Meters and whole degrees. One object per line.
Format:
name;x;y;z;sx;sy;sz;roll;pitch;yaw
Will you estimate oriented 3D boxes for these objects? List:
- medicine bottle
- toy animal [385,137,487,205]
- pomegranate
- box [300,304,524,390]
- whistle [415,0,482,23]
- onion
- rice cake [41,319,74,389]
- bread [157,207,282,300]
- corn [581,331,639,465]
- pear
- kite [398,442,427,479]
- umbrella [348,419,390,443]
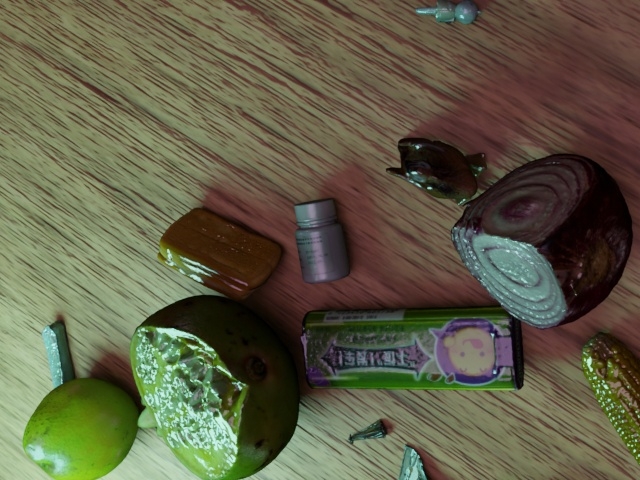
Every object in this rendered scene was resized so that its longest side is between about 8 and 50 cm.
medicine bottle;0.000;0.000;1.374;0.080;0.080;0.130;-8;96;22
toy animal;0.154;-0.113;1.250;0.188;0.179;0.089;35;110;40
pomegranate;-0.176;0.243;1.433;0.310;0.216;0.358;58;143;1
box;0.143;0.172;1.344;0.345;0.097;0.134;-4;90;22
whistle;0.192;-0.343;1.260;0.100;0.035;0.035;7;103;21
onion;0.336;0.004;1.187;0.207;0.216;0.206;-41;120;-12
rice cake;-0.506;0.260;1.641;0.034;0.043;0.211;-5;98;17
bread;-0.171;0.025;1.434;0.200;0.116;0.077;24;132;16
corn;0.471;0.253;1.231;0.097;0.097;0.262;-35;85;23
pear;-0.442;0.351;1.539;0.187;0.219;0.187;6;106;22
kite;0.212;0.492;1.386;0.314;0.011;0.335;-42;70;35
umbrella;0.083;0.329;1.438;0.083;0.020;0.031;-24;90;29
